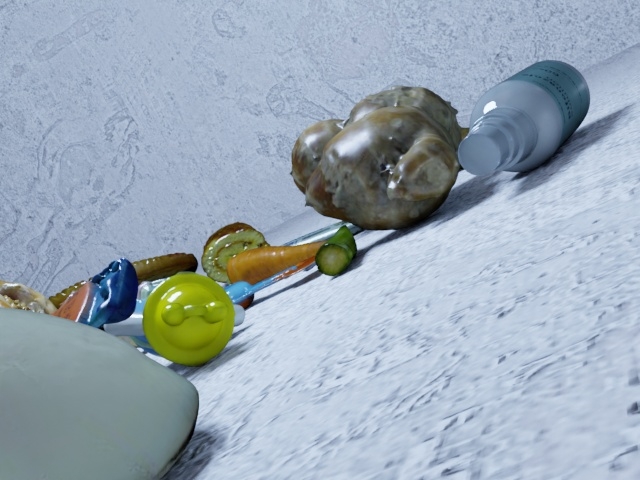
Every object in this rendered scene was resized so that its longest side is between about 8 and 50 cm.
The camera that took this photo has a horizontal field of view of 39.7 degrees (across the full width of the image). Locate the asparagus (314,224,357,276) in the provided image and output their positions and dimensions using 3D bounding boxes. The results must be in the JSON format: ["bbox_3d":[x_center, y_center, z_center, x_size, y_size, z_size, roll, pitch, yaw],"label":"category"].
[{"bbox_3d":[0.028,0.009,1.095,0.178,0.041,0.045,-44,-28,-76],"label":"asparagus"}]

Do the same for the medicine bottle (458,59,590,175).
[{"bbox_3d":[0.240,-0.141,1.066,0.110,0.110,0.352,-25,5,31],"label":"medicine bottle"}]

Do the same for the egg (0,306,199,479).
[{"bbox_3d":[-0.224,0.115,0.542,0.286,0.174,0.264,-26,7,-19],"label":"egg"}]

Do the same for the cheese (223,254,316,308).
[{"bbox_3d":[-0.105,0.074,1.181,0.256,0.037,0.106,-24,6,20],"label":"cheese"}]

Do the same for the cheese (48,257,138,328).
[{"bbox_3d":[-0.321,0.133,0.913,0.329,0.129,0.217,-37,28,14],"label":"cheese"}]

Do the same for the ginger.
[{"bbox_3d":[0.087,-0.102,1.182,0.256,0.176,0.375,-18,14,0],"label":"ginger"}]

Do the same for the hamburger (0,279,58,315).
[{"bbox_3d":[-0.541,0.179,1.393,0.260,0.245,0.211,-57,-9,29],"label":"hamburger"}]

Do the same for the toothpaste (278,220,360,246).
[{"bbox_3d":[0.000,0.000,1.413,0.255,0.037,0.067,-23,5,7],"label":"toothpaste"}]

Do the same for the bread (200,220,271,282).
[{"bbox_3d":[-0.161,0.021,1.679,0.132,0.103,0.172,-31,7,-4],"label":"bread"}]

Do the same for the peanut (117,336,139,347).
[{"bbox_3d":[-0.241,0.111,1.328,0.080,0.080,0.174,-26,3,26],"label":"peanut"}]

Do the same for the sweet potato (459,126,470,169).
[{"bbox_3d":[0.219,-0.160,1.582,0.112,0.085,0.286,-26,2,-40],"label":"sweet potato"}]

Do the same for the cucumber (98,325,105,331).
[{"bbox_3d":[-0.346,0.145,1.609,0.294,0.067,0.067,-26,5,11],"label":"cucumber"}]

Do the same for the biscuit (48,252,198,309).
[{"bbox_3d":[-0.369,0.092,1.579,0.318,0.040,0.318,-23,-8,-3],"label":"biscuit"}]

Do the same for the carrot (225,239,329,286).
[{"bbox_3d":[-0.056,0.026,1.309,0.257,0.061,0.061,-20,8,43],"label":"carrot"}]

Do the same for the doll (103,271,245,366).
[{"bbox_3d":[-0.151,0.084,0.951,0.098,0.135,0.241,-63,12,-14],"label":"doll"}]
